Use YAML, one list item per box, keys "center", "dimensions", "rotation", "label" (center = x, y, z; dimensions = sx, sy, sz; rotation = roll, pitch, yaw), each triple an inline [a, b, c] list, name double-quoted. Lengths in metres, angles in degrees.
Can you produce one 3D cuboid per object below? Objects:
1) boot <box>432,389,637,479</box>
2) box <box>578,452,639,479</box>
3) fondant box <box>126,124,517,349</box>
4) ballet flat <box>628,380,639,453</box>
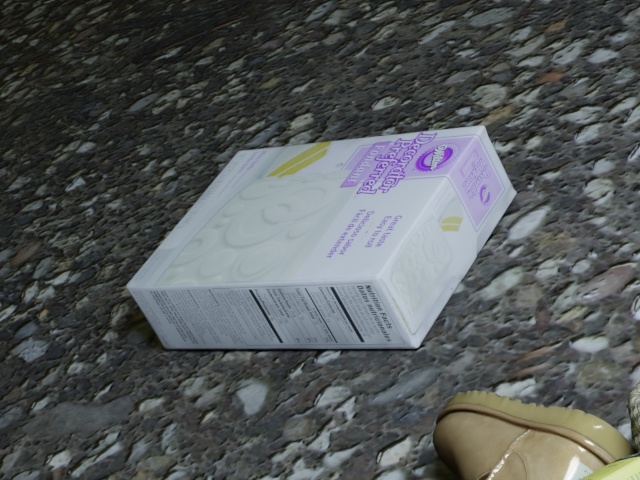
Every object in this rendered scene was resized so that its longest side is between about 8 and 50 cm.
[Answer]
- center: [0.087, 0.238, 1.238]
  dimensions: [0.269, 0.089, 0.236]
  rotation: [-52, 13, -19]
  label: "boot"
- center: [0.138, 0.224, 1.108]
  dimensions: [0.232, 0.087, 0.058]
  rotation: [-25, -6, -22]
  label: "box"
- center: [0.000, 0.000, 1.707]
  dimensions: [0.330, 0.096, 0.238]
  rotation: [-2, 38, 38]
  label: "fondant box"
- center: [0.386, 0.008, 1.247]
  dimensions: [0.483, 0.182, 0.164]
  rotation: [-44, 30, -27]
  label: "ballet flat"
